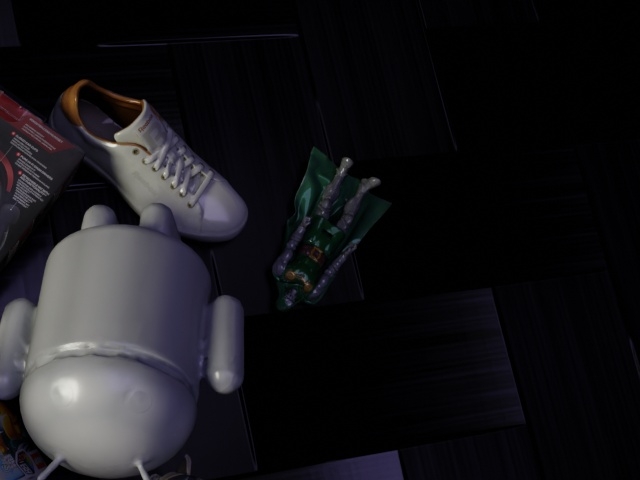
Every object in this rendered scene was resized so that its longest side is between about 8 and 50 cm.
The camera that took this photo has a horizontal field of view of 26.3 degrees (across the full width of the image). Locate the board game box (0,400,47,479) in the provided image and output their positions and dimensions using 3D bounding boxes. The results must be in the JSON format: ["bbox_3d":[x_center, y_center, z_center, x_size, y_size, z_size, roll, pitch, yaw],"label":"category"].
[{"bbox_3d":[-0.421,0.211,1.471,0.053,0.305,0.193,-34,85,13],"label":"board game box"}]

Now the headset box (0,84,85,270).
[{"bbox_3d":[-0.441,-0.068,1.648,0.218,0.110,0.293,36,63,-6],"label":"headset box"}]

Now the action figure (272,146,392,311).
[{"bbox_3d":[0.000,0.000,1.828,0.137,0.063,0.232,33,66,-11],"label":"action figure"}]

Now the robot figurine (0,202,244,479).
[{"bbox_3d":[-0.233,0.123,1.586,0.300,0.199,0.353,-3,53,10],"label":"robot figurine"}]

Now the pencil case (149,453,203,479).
[{"bbox_3d":[-0.296,0.383,1.515,0.410,0.160,0.183,-13,54,-25],"label":"pencil case"}]

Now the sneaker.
[{"bbox_3d":[-0.211,-0.099,1.745,0.290,0.123,0.106,32,61,-9],"label":"sneaker"}]
